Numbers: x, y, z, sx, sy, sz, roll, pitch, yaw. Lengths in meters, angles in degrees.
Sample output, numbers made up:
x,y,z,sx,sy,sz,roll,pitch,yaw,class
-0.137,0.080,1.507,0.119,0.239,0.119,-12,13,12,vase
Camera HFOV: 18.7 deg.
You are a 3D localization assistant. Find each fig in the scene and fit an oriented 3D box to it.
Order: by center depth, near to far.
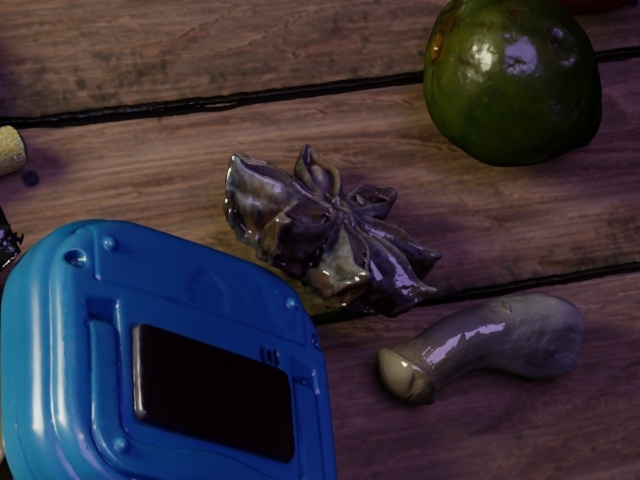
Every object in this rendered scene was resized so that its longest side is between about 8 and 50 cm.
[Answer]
x,y,z,sx,sy,sz,roll,pitch,yaw,class
0.221,-0.166,2.048,0.245,0.195,0.195,18,62,-34,fig

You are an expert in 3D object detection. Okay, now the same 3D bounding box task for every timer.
x,y,z,sx,sy,sz,roll,pitch,yaw,class
-0.128,0.141,1.766,0.340,0.115,0.309,21,51,-37,timer

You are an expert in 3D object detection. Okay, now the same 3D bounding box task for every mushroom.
x,y,z,sx,sy,sz,roll,pitch,yaw,class
0.161,0.107,1.965,0.223,0.092,0.081,-11,30,-26,mushroom

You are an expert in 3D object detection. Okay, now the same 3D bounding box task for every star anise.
x,y,z,sx,sy,sz,roll,pitch,yaw,class
-0.001,-0.001,1.916,0.223,0.109,0.236,6,34,-41,star anise

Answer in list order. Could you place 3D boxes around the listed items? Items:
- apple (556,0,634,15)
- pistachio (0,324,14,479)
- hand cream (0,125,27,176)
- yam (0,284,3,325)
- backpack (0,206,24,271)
x,y,z,sx,sy,sz,roll,pitch,yaw,class
0.286,-0.376,2.130,0.260,0.216,0.260,5,68,-14,apple
-0.330,0.174,1.739,0.152,0.126,0.223,9,68,30,pistachio
-0.372,-0.064,1.857,0.203,0.084,0.084,-23,78,-33,hand cream
-0.308,0.073,1.843,0.027,0.029,0.234,-23,72,19,yam
-0.355,0.023,1.772,0.120,0.165,0.106,-8,60,-39,backpack
